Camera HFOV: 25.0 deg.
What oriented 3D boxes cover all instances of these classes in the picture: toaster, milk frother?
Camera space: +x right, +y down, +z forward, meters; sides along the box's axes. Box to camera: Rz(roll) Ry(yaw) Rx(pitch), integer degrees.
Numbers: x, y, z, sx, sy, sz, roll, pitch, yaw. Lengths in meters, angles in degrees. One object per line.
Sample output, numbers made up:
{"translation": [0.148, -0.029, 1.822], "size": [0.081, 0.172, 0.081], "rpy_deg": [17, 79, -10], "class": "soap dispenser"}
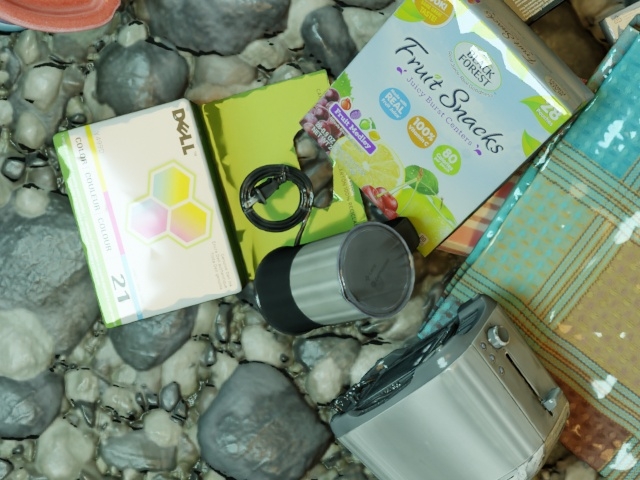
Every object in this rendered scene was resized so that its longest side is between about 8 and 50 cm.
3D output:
{"translation": [0.116, 0.164, 1.319], "size": [0.146, 0.129, 0.227], "rpy_deg": [48, 129, -4], "class": "toaster"}
{"translation": [0.000, 0.000, 1.275], "size": [0.143, 0.134, 0.129], "rpy_deg": [43, 59, -21], "class": "milk frother"}

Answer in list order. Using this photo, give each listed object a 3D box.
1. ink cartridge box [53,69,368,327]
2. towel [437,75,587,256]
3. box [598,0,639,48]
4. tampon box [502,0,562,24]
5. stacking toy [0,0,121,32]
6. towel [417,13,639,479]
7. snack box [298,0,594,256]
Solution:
{"translation": [-0.096, -0.044, 1.349], "size": [0.255, 0.097, 0.189], "rpy_deg": [-16, 92, 3], "class": "ink cartridge box"}
{"translation": [0.164, -0.078, 1.377], "size": [0.144, 0.029, 0.197], "rpy_deg": [17, 96, 1], "class": "towel"}
{"translation": [0.368, -0.156, 1.361], "size": [0.145, 0.038, 0.186], "rpy_deg": [-27, 93, 2], "class": "box"}
{"translation": [0.164, -0.275, 1.318], "size": [0.101, 0.120, 0.161], "rpy_deg": [-34, 92, 3], "class": "tampon box"}
{"translation": [-0.231, -0.348, 1.358], "size": [0.279, 0.130, 0.309], "rpy_deg": [-5, 96, -24], "class": "stacking toy"}
{"translation": [0.285, 0.025, 1.293], "size": [0.271, 0.040, 0.370], "rpy_deg": [37, 114, 9], "class": "towel"}
{"translation": [0.108, -0.117, 1.286], "size": [0.174, 0.070, 0.207], "rpy_deg": [46, 124, 5], "class": "snack box"}
